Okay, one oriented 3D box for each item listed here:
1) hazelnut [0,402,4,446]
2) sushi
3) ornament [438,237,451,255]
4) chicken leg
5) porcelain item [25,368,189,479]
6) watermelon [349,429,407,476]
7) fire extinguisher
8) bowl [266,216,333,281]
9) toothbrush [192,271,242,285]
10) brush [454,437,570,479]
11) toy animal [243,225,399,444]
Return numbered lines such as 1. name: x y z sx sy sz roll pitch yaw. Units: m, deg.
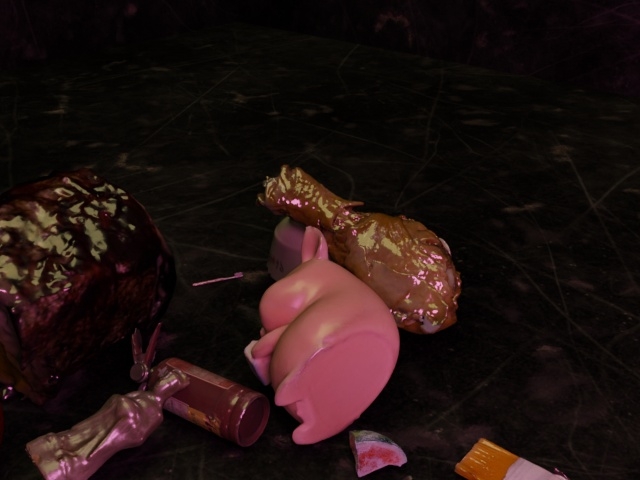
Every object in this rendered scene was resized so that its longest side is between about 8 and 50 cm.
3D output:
1. hazelnut: -0.496 0.211 0.903 0.208 0.208 0.208 -1 28 0
2. sushi: -0.419 0.059 1.109 0.299 0.281 0.294 22 41 25
3. ornament: 0.160 0.035 1.355 0.156 0.081 0.075 -9 10 -22
4. chicken leg: 0.060 0.003 1.240 0.429 0.152 0.201 36 61 15
5. porcelain item: -0.261 0.238 0.938 0.216 0.069 0.081 -33 45 -25
6. watermelon: 0.068 0.280 0.938 0.085 0.085 0.061 18 73 31
7. fire extinguisher: -0.184 0.199 1.038 0.252 0.075 0.106 16 62 31
8. bowl: 0.000 0.000 1.392 0.211 0.112 0.211 1 27 0
9. toothbrush: -0.193 0.073 1.364 0.097 0.008 0.006 -12 16 -18
10. brush: 0.321 0.329 0.852 0.336 0.020 0.085 21 35 34
11. toy animal: -0.002 0.144 1.058 0.213 0.195 0.256 -31 35 -10
